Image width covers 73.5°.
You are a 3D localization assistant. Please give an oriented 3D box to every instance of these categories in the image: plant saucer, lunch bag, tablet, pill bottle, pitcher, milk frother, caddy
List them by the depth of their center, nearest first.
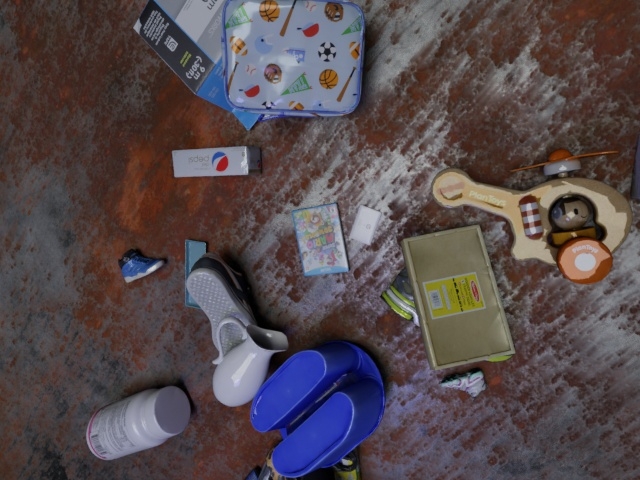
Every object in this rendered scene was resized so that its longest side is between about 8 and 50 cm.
[{"bbox_3d":[-0.060,-0.373,0.889,0.303,0.115,0.243,3,118,0],"label":"lunch bag"},{"bbox_3d":[0.105,-0.036,1.000,0.054,0.006,0.083,22,107,15],"label":"tablet"},{"bbox_3d":[0.032,0.599,1.032,0.129,0.135,0.143,6,108,-13],"label":"milk frother"},{"bbox_3d":[-0.003,0.399,1.034,0.341,0.179,0.241,-47,59,19],"label":"caddy"},{"bbox_3d":[-0.204,0.295,1.058,0.177,0.125,0.207,31,107,-8],"label":"pitcher"},{"bbox_3d":[-0.343,0.094,1.186,0.067,0.018,0.192,8,103,19],"label":"plant saucer"},{"bbox_3d":[-0.532,0.533,1.262,0.283,0.160,0.161,-25,91,23],"label":"pill bottle"}]

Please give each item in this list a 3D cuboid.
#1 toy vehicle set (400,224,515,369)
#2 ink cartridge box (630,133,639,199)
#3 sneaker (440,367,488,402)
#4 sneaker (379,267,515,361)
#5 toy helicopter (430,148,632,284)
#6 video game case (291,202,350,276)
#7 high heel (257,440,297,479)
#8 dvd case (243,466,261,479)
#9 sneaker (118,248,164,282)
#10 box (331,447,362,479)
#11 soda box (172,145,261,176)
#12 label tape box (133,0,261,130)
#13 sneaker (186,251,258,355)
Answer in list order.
[{"bbox_3d":[0.273,0.111,0.869,0.165,0.035,0.267,-10,77,-4],"label":"toy vehicle set"},{"bbox_3d":[0.634,-0.112,0.626,0.225,0.306,0.131,4,101,20],"label":"ink cartridge box"},{"bbox_3d":[0.328,0.336,0.969,0.098,0.038,0.069,-23,91,23],"label":"sneaker"},{"bbox_3d":[0.283,0.153,0.919,0.299,0.111,0.121,29,98,7],"label":"sneaker"},{"bbox_3d":[0.392,-0.080,0.818,0.354,0.140,0.235,19,104,19],"label":"toy helicopter"},{"bbox_3d":[0.000,0.000,1.041,0.119,0.015,0.167,-9,97,21],"label":"video game case"},{"bbox_3d":[-0.045,0.664,1.129,0.261,0.093,0.186,23,77,13],"label":"high heel"},{"bbox_3d":[-0.164,0.799,1.195,0.180,0.022,0.253,-54,55,20],"label":"dvd case"},{"bbox_3d":[-0.518,0.060,1.222,0.152,0.058,0.085,-20,101,29],"label":"sneaker"},{"bbox_3d":[0.045,0.553,1.115,0.105,0.043,0.179,-5,97,21],"label":"box"},{"bbox_3d":[-0.258,-0.195,1.069,0.216,0.074,0.069,1,100,20],"label":"soda box"},{"bbox_3d":[-0.231,-0.468,0.987,0.348,0.115,0.249,48,112,8],"label":"label tape box"},{"bbox_3d":[-0.235,0.172,1.113,0.126,0.127,0.321,-13,121,5],"label":"sneaker"}]
